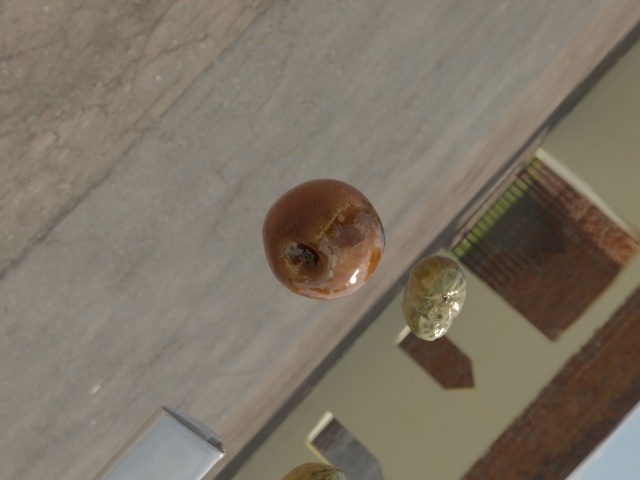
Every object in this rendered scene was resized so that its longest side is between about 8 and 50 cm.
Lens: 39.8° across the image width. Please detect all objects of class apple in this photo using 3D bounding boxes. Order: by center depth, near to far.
[{"bbox_3d":[0.000,0.000,1.392,0.201,0.201,0.162,-52,176,23],"label":"apple"}]

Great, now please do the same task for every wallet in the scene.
[{"bbox_3d":[-0.129,0.175,0.636,0.122,0.061,0.025,-47,-158,13],"label":"wallet"}]

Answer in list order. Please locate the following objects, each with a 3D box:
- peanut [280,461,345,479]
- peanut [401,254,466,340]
[{"bbox_3d":[-0.074,0.492,1.481,0.305,0.147,0.147,-33,164,-24],"label":"peanut"},{"bbox_3d":[0.188,0.096,1.483,0.229,0.098,0.103,91,16,-68],"label":"peanut"}]
